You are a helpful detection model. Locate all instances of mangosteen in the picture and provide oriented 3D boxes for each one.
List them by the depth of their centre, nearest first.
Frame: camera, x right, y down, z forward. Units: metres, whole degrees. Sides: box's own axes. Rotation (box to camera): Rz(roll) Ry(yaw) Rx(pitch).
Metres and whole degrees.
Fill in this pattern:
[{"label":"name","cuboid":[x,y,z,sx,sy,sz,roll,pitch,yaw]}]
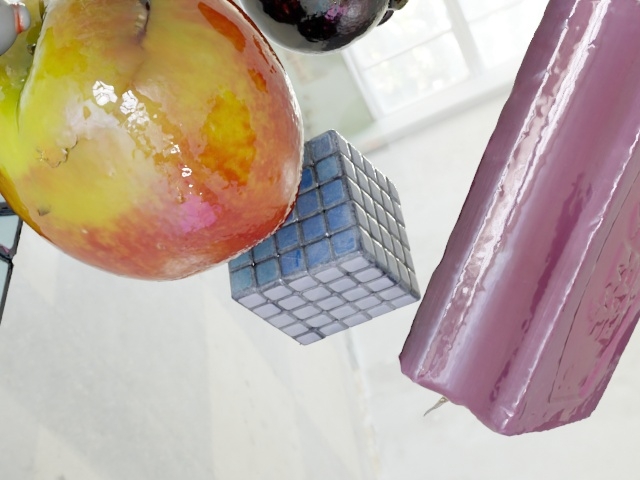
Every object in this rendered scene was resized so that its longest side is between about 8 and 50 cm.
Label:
[{"label":"mangosteen","cuboid":[0.006,-0.447,1.585,0.313,0.297,0.297,18,48,-57]}]

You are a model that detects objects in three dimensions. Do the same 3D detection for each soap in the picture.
[{"label":"soap","cuboid":[0.225,-0.021,0.838,0.128,0.359,0.233,28,12,32]}]

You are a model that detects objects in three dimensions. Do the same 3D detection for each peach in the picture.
[{"label":"peach","cuboid":[-0.191,-0.127,1.070,0.370,0.370,0.370,-23,90,-80]}]

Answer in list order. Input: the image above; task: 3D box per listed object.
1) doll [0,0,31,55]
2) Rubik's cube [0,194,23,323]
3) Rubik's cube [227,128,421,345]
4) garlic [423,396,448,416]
[{"label":"doll","cuboid":[-0.333,-0.211,0.860,0.245,0.142,0.076,128,-51,-82]},{"label":"Rubik's cube","cuboid":[-0.588,-0.040,1.266,0.293,0.283,0.288,19,81,-45]},{"label":"Rubik's cube","cuboid":[0.000,0.000,1.547,0.238,0.237,0.237,38,34,-52]},{"label":"garlic","cuboid":[0.238,0.224,1.551,0.198,0.129,0.090,103,-36,-61]}]
